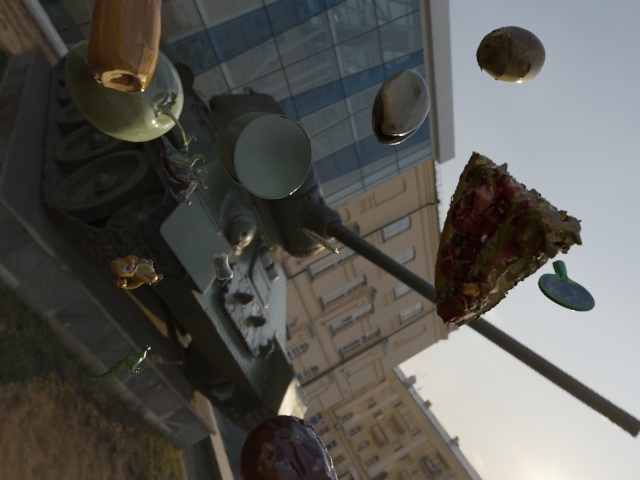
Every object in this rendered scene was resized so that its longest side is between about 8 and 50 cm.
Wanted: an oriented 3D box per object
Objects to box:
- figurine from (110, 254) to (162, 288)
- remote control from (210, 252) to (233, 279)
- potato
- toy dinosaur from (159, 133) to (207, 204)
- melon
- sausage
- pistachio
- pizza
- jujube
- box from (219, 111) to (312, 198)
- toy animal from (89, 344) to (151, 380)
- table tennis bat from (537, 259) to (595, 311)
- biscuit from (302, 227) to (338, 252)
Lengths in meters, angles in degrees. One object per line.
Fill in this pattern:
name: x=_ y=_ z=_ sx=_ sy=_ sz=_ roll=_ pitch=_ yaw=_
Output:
figurine: x=-0.602 y=0.104 z=1.409 sx=0.121 sy=0.122 sz=0.176 roll=51 pitch=-1 yaw=22
remote control: x=-0.422 y=0.111 z=1.908 sx=0.032 sy=0.075 sz=0.122 roll=-81 pitch=160 yaw=-64
potato: x=0.503 y=-0.490 z=1.180 sx=0.176 sy=0.137 sz=0.137 roll=15 pitch=-27 yaw=14
toy dinosaur: x=-0.529 y=-0.283 z=1.729 sx=0.077 sy=0.162 sz=0.293 roll=22 pitch=-51 yaw=66
melon: x=-0.491 y=-0.383 z=1.125 sx=0.308 sy=0.271 sz=0.271 roll=9 pitch=-37 yaw=21
sausage: x=-0.344 y=-0.455 z=0.815 sx=0.134 sy=0.116 sz=0.353 roll=169 pitch=-73 yaw=-68
pistachio: x=0.219 y=-0.370 z=1.242 sx=0.153 sy=0.237 sz=0.137 roll=29 pitch=-20 yaw=8
pizza: x=0.370 y=-0.029 z=0.951 sx=0.406 sy=0.130 sz=0.439 roll=157 pitch=-53 yaw=-75
jujube: x=-0.081 y=0.696 z=1.289 sx=0.377 sy=0.277 sz=0.276 roll=47 pitch=-17 yaw=31
box: x=-0.156 y=-0.241 z=1.249 sx=0.149 sy=0.226 sz=0.226 roll=32 pitch=-32 yaw=57
toy animal: x=-0.697 y=0.456 z=1.588 sx=0.041 sy=0.217 sz=0.074 roll=37 pitch=-26 yaw=56
table tennis bat: x=0.740 y=0.131 z=1.356 sx=0.257 sy=0.161 sz=0.039 roll=-54 pitch=160 yaw=-58
biscuit: x=0.000 y=0.000 z=1.515 sx=0.152 sy=0.020 sz=0.152 roll=33 pitch=-5 yaw=3
